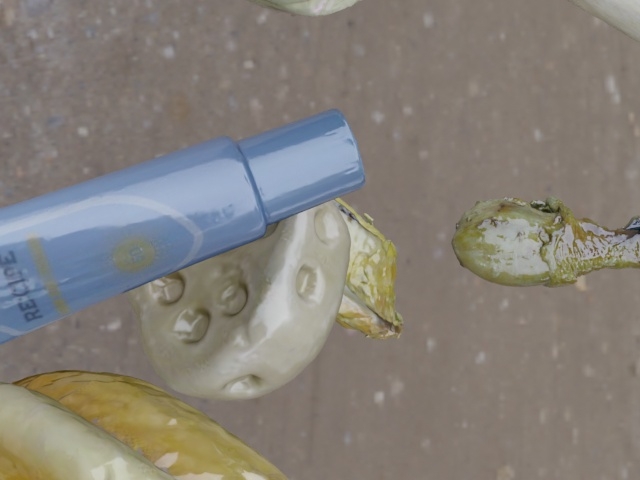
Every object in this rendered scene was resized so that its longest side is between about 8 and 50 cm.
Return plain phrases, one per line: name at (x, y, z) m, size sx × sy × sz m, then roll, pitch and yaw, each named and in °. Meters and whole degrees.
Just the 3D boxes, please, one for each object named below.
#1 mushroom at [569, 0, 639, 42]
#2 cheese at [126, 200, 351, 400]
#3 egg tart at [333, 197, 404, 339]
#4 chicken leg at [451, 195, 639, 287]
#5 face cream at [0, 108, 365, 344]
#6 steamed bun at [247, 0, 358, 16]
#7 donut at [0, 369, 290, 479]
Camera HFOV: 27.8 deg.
mushroom at (0.194, -0.159, 0.767) m, size 0.209 × 0.071 × 0.084 m, roll 27°, pitch 72°, yaw -27°
cheese at (-0.081, 0.033, 1.200) m, size 0.235 × 0.218 × 0.117 m, roll -59°, pitch 142°, yaw -7°
egg tart at (0.000, 0.000, 1.816) m, size 0.132 × 0.345 × 0.345 m, roll -51°, pitch 140°, yaw 5°
chicken leg at (0.236, 0.000, 1.251) m, size 0.103 × 0.227 × 0.088 m, roll -141°, pitch -131°, yaw -83°
face cream at (-0.152, -0.008, 1.009) m, size 0.086 × 0.385 × 0.136 m, roll -120°, pitch -168°, yaw -49°
steamed bun at (-0.039, -0.278, 0.939) m, size 0.152 × 0.170 × 0.239 m, roll -30°, pitch 132°, yaw -29°
donut at (-0.075, 0.258, 0.704) m, size 0.198 × 0.449 × 0.449 m, roll -40°, pitch 122°, yaw -30°
